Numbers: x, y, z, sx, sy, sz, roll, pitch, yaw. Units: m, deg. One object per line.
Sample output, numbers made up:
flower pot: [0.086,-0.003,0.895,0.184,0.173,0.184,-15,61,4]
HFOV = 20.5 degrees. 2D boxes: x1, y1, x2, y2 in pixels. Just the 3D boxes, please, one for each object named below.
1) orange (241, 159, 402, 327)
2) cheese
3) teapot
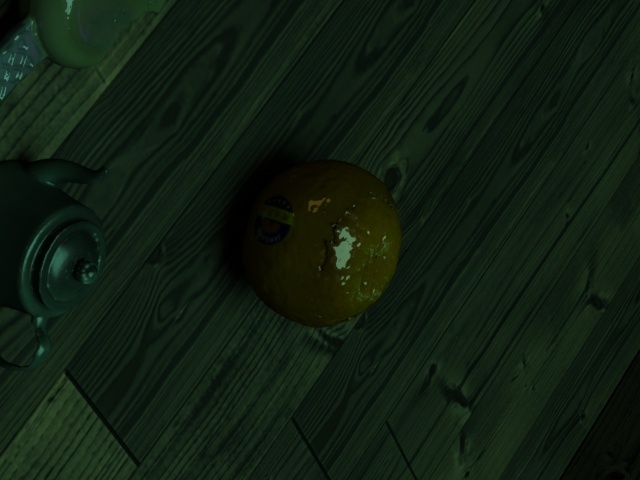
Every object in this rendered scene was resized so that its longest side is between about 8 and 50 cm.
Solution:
orange: [0.000,0.002,2.287,0.219,0.193,0.219,-10,106,-38]
cheese: [-0.268,-0.234,1.829,0.286,0.082,0.163,-49,144,-24]
teapot: [-0.296,0.023,1.881,0.162,0.149,0.239,20,92,-60]
